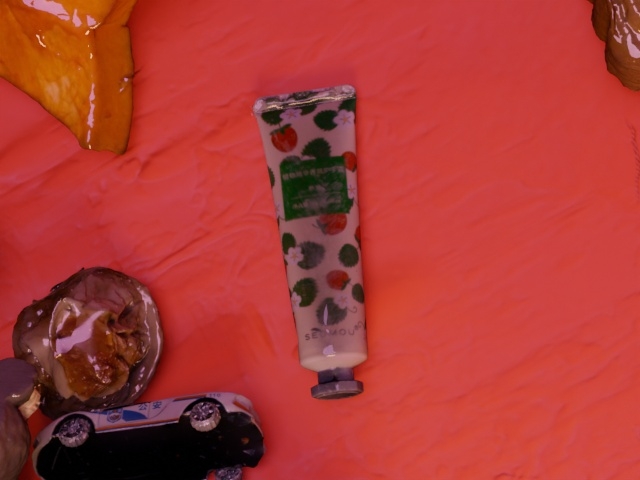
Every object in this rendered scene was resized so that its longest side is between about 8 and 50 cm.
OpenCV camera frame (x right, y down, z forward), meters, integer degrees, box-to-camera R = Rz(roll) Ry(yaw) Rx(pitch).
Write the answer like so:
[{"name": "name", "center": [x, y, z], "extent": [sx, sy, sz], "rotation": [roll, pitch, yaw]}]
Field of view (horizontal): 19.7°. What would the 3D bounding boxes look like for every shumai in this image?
[{"name": "shumai", "center": [-0.208, 0.085, 1.592], "extent": [0.145, 0.116, 0.145], "rotation": [-2, 82, 12]}]

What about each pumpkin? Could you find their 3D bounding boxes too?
[{"name": "pumpkin", "center": [-0.279, -0.223, 1.629], "extent": [0.290, 0.095, 0.258], "rotation": [19, 115, 12]}]

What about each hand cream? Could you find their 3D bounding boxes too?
[{"name": "hand cream", "center": [0.000, 0.000, 1.601], "extent": [0.095, 0.059, 0.276], "rotation": [-9, 77, 7]}]

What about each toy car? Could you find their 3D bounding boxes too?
[{"name": "toy car", "center": [-0.149, 0.175, 1.585], "extent": [0.205, 0.095, 0.056], "rotation": [-8, 46, 11]}]

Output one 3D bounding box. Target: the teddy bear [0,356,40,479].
[{"name": "teddy bear", "center": [-0.323, 0.214, 1.558], "extent": [0.171, 0.251, 0.144], "rotation": [-2, 40, -11]}]

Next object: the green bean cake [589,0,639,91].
[{"name": "green bean cake", "center": [0.325, -0.258, 1.536], "extent": [0.224, 0.131, 0.230], "rotation": [-17, 80, 6]}]
